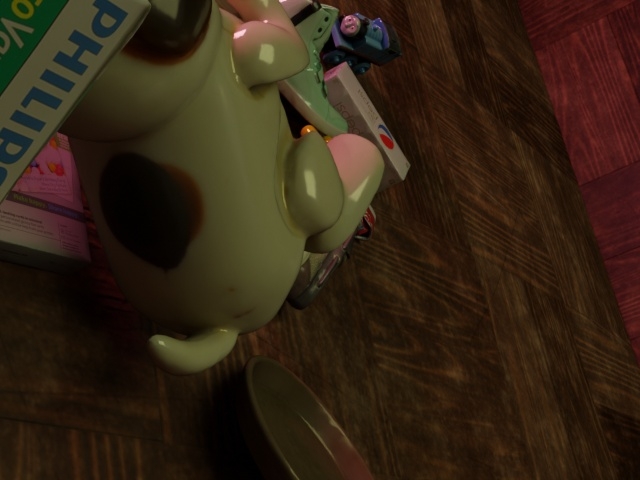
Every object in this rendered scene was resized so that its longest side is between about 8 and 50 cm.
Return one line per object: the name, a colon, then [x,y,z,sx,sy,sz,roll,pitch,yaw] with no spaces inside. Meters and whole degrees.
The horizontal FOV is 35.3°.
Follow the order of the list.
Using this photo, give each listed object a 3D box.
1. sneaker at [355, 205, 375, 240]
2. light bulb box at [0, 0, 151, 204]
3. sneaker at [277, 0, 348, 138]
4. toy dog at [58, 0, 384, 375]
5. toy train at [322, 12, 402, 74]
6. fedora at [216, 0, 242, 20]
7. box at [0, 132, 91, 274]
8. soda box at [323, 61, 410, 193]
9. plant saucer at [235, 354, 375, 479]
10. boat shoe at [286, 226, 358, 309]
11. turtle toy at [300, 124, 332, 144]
sneaker: [0.051,-0.051,1.597,0.118,0.042,0.067,52,27,-29]
light bulb box: [-0.368,-0.225,0.655,0.361,0.225,0.358,28,16,-50]
sneaker: [-0.001,-0.274,1.551,0.256,0.151,0.094,45,5,-33]
toy dog: [-0.165,-0.114,0.961,0.395,0.285,0.408,-65,145,-33]
toy train: [0.066,-0.360,1.811,0.184,0.105,0.080,8,61,-59]
fedora: [-0.125,-0.421,1.549,0.194,0.079,0.194,42,34,-38]
box: [-0.300,-0.068,0.990,0.145,0.038,0.186,21,49,-55]
soda box: [0.063,-0.186,1.695,0.216,0.074,0.069,56,28,-17]
plant saucer: [-0.009,0.254,1.151,0.278,0.041,0.278,50,10,-12]
boat shoe: [0.000,0.000,1.408,0.092,0.103,0.285,63,30,-16]
turtle toy: [-0.008,-0.122,1.522,0.130,0.066,0.095,22,26,-50]
